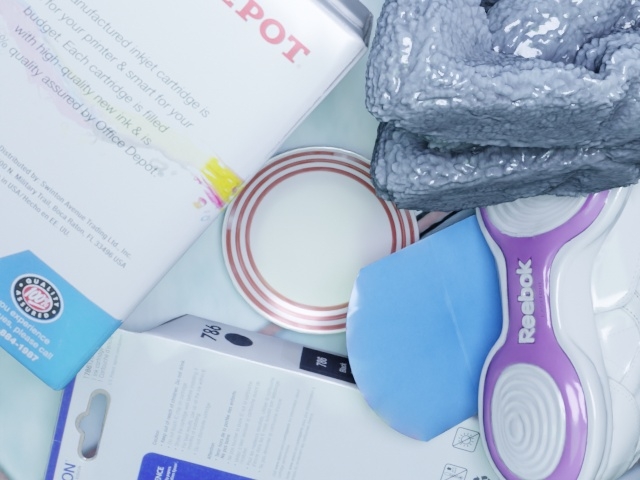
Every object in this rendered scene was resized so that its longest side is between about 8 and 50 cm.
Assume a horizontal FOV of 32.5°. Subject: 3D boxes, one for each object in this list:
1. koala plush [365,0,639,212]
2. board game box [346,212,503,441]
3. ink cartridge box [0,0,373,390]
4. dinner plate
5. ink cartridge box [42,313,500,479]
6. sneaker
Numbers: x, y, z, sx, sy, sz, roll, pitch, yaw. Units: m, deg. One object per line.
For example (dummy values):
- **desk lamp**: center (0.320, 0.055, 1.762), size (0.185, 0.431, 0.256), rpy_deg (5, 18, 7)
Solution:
- **koala plush**: center (0.122, -0.148, 0.625), size (0.204, 0.196, 0.221), rpy_deg (-3, 73, 2)
- **board game box**: center (0.087, 0.057, 0.768), size (0.169, 0.033, 0.133), rpy_deg (-25, 105, -22)
- **ink cartridge box**: center (-0.127, -0.095, 0.672), size (0.198, 0.197, 0.270), rpy_deg (41, 105, -7)
- **dinner plate**: center (0.000, 0.000, 0.788), size (0.141, 0.017, 0.141), rpy_deg (1, 106, 4)
- **ink cartridge box**: center (-0.028, 0.160, 0.814), size (0.333, 0.065, 0.165), rpy_deg (16, 107, -3)
- **sneaker**: center (0.182, 0.021, 0.750), size (0.114, 0.152, 0.305), rpy_deg (7, 91, 44)
